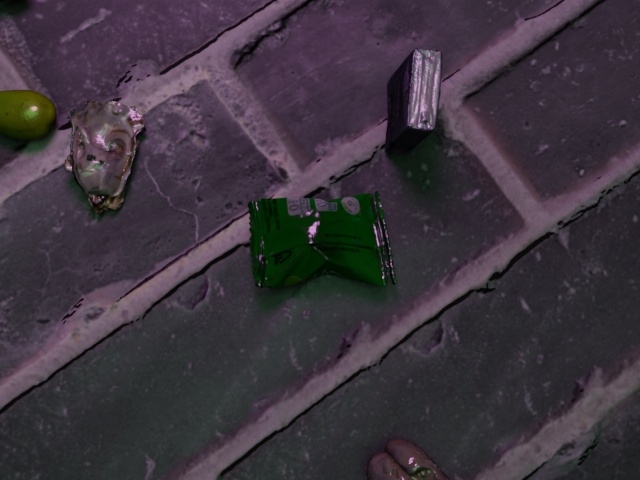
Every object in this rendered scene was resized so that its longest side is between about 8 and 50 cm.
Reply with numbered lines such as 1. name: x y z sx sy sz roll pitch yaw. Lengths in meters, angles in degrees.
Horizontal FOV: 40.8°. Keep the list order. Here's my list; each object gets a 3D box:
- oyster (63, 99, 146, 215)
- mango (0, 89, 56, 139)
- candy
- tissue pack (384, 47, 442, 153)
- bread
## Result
1. oyster: -0.315 -0.122 1.225 0.108 0.053 0.165 15 73 -28
2. mango: -0.430 -0.181 1.226 0.108 0.056 0.073 16 78 11
3. candy: 0.001 0.001 1.218 0.203 0.078 0.141 -4 84 -9
4. tissue pack: 0.128 -0.190 1.207 0.051 0.156 0.112 6 83 -6
5. bread: 0.196 0.405 1.130 0.102 0.183 0.337 -40 87 -15
